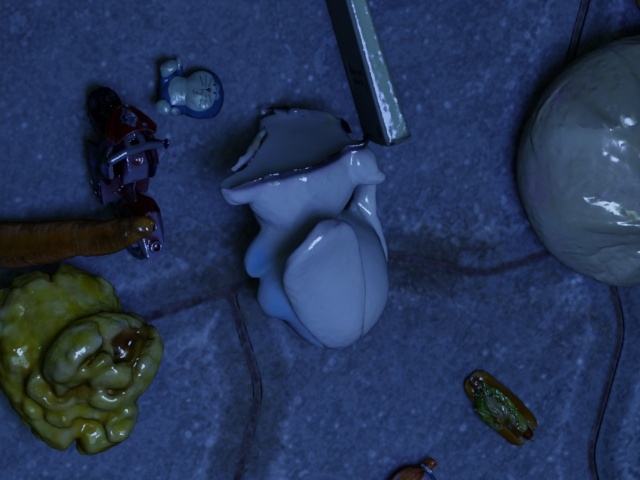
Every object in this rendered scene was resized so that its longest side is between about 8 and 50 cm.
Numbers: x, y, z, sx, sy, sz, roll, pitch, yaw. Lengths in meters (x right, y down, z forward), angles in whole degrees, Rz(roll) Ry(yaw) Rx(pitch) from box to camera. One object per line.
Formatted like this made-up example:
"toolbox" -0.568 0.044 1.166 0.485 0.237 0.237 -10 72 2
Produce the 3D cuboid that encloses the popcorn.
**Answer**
"popcorn" -0.292 0.140 1.668 0.200 0.203 0.226 4 89 -20

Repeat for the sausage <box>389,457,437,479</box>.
"sausage" 0.082 0.382 1.860 0.071 0.071 0.234 36 91 -16

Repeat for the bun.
"bun" 0.433 -0.097 1.789 0.361 0.213 0.361 -3 102 -12

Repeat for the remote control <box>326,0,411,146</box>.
"remote control" 0.046 -0.254 1.723 0.038 0.123 0.285 -18 101 -9

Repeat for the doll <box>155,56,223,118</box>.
"doll" -0.158 -0.181 1.724 0.083 0.050 0.076 5 80 -12

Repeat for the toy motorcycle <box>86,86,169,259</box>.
"toy motorcycle" -0.221 -0.078 1.691 0.082 0.122 0.213 -19 104 -23

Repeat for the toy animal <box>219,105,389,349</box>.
"toy animal" 0.001 -0.019 1.714 0.174 0.249 0.289 1 142 19

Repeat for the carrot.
"carrot" -0.305 0.000 1.672 0.248 0.059 0.059 -5 101 15

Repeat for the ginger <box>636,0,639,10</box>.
"ginger" 0.504 -0.424 1.766 0.274 0.152 0.357 -5 84 -15

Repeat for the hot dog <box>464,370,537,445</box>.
"hot dog" 0.237 0.223 1.884 0.056 0.041 0.133 -46 106 -3
